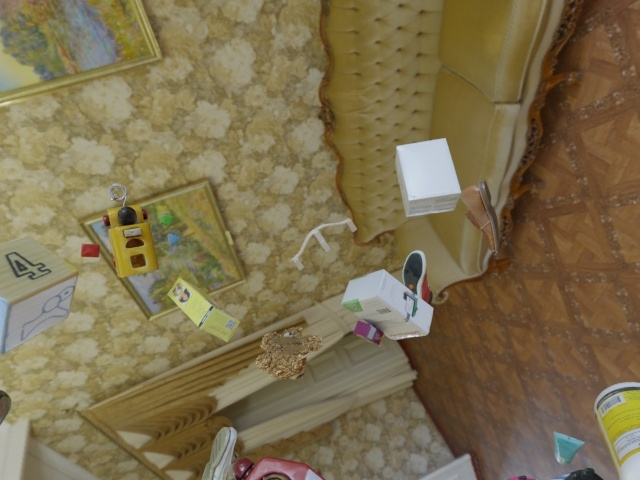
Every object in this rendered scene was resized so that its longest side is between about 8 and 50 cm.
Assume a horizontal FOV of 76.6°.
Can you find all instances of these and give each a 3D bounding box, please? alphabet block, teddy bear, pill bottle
[{"bbox_3d":[-0.791,0.135,1.047,0.193,0.193,0.197,33,-155,6],"label":"alphabet block"},{"bbox_3d":[-0.117,0.403,1.451,0.338,0.244,0.113,1,104,61],"label":"teddy bear"},{"bbox_3d":[0.801,0.516,0.964,0.334,0.187,0.188,-48,-58,-61],"label":"pill bottle"}]

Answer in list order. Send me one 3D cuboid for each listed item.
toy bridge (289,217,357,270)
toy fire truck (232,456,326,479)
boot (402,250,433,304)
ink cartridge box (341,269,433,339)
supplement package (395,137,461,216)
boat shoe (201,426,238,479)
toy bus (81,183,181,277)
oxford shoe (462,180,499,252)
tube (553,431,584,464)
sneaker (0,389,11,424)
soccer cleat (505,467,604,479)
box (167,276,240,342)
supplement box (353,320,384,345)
[{"bbox_3d":[0.000,0.000,1.021,0.063,0.188,0.026,57,171,-15],"label":"toy bridge"},{"bbox_3d":[-0.124,0.593,0.835,0.253,0.302,0.170,30,144,20],"label":"toy fire truck"},{"bbox_3d":[0.410,0.160,1.655,0.088,0.176,0.245,6,94,37],"label":"boot"},{"bbox_3d":[0.199,0.195,1.194,0.219,0.093,0.160,37,146,-21],"label":"ink cartridge box"},{"bbox_3d":[0.428,-0.254,1.646,0.145,0.203,0.262,72,-170,-66],"label":"supplement package"},{"bbox_3d":[-0.345,0.797,1.460,0.113,0.103,0.303,-114,44,-63],"label":"boat shoe"},{"bbox_3d":[-0.444,-0.011,0.951,0.202,0.191,0.104,36,162,-24],"label":"toy bus"},{"bbox_3d":[0.455,-0.060,1.141,0.076,0.075,0.213,-42,-67,-57],"label":"oxford shoe"},{"bbox_3d":[0.782,0.660,1.292,0.080,0.052,0.207,6,143,30],"label":"tube"},{"bbox_3d":[-0.573,0.344,0.599,0.100,0.272,0.108,33,163,7],"label":"sneaker"},{"bbox_3d":[0.619,0.712,1.094,0.116,0.330,0.143,-107,18,-58],"label":"soccer cleat"},{"bbox_3d":[-0.288,0.162,0.983,0.087,0.058,0.232,40,167,-37],"label":"box"},{"bbox_3d":[0.147,0.279,1.218,0.054,0.043,0.083,9,158,44],"label":"supplement box"}]
